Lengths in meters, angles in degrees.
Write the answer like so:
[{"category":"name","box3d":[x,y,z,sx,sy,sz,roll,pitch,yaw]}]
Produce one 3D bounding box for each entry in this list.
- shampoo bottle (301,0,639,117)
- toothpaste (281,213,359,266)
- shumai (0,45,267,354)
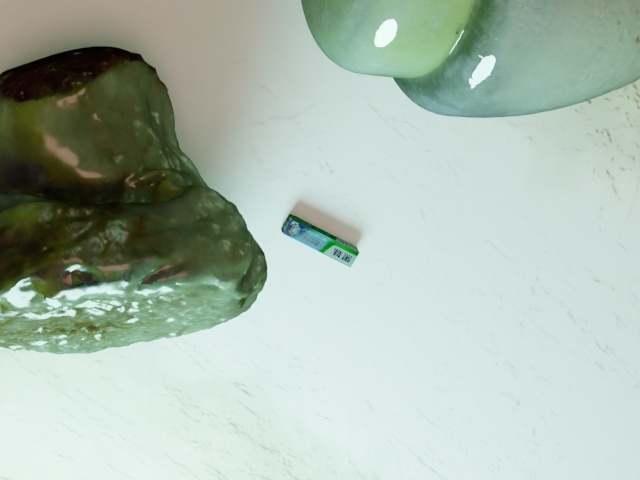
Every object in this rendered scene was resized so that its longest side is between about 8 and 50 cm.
[{"category":"shampoo bottle","box3d":[0.157,-0.265,1.189,0.317,0.322,0.322,-1,112,-18]},{"category":"toothpaste","box3d":[0.000,0.000,1.433,0.083,0.017,0.020,27,104,-19]},{"category":"shumai","box3d":[-0.212,-0.042,1.311,0.309,0.304,0.263,-4,79,-8]}]
